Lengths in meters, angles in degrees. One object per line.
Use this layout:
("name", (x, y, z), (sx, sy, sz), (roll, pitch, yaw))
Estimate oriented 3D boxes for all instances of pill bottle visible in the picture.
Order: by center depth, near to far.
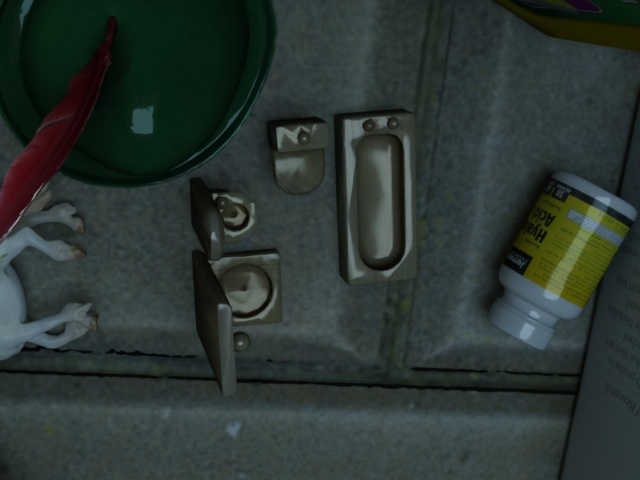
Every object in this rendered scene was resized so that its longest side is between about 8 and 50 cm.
("pill bottle", (0.164, 0.015, 0.727), (0.065, 0.065, 0.116), (26, 96, -18))

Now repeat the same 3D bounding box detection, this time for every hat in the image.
("hat", (-0.085, -0.071, 0.567), (0.173, 0.183, 0.208), (31, 98, -33))

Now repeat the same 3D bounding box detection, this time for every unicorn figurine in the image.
("unicorn figurine", (-0.198, 0.043, 0.660), (0.111, 0.060, 0.162), (-8, 89, -11))

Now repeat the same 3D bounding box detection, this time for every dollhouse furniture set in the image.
("dollhouse furniture set", (0.000, 0.000, 0.654), (0.151, 0.123, 0.144), (-5, 105, -12))

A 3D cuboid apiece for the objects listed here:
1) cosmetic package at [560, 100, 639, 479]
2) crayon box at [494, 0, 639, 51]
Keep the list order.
("cosmetic package", (0.318, 0.130, 0.743), (0.230, 0.161, 0.453), (5, 103, -14))
("crayon box", (0.067, -0.224, 0.515), (0.363, 0.313, 0.106), (29, 96, -18))
